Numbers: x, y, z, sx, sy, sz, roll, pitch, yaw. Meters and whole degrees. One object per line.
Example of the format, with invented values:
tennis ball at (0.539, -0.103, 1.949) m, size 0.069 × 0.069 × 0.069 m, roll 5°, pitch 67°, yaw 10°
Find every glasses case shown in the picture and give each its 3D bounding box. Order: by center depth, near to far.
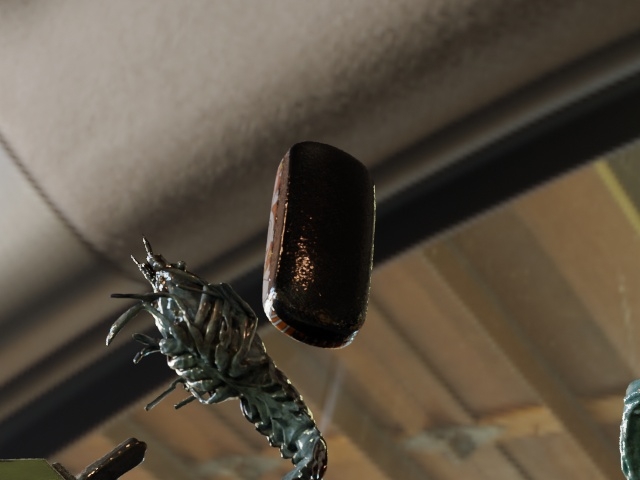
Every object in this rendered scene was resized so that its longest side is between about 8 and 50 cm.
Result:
glasses case at (0.000, 0.000, 1.689) m, size 0.103 × 0.266 × 0.067 m, roll 19°, pitch -48°, yaw -12°

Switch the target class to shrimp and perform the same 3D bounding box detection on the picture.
shrimp at (-0.132, 0.161, 2.193) m, size 0.410 × 0.166 × 0.221 m, roll 42°, pitch -55°, yaw 11°

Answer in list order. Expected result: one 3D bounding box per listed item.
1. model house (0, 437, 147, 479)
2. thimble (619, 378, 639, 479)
model house at (-0.285, 0.290, 1.739) m, size 0.205 × 0.279 × 0.218 m, roll 63°, pitch -16°, yaw -18°
thimble at (0.474, 0.250, 2.082) m, size 0.143 × 0.235 × 0.198 m, roll -9°, pitch -27°, yaw -50°
